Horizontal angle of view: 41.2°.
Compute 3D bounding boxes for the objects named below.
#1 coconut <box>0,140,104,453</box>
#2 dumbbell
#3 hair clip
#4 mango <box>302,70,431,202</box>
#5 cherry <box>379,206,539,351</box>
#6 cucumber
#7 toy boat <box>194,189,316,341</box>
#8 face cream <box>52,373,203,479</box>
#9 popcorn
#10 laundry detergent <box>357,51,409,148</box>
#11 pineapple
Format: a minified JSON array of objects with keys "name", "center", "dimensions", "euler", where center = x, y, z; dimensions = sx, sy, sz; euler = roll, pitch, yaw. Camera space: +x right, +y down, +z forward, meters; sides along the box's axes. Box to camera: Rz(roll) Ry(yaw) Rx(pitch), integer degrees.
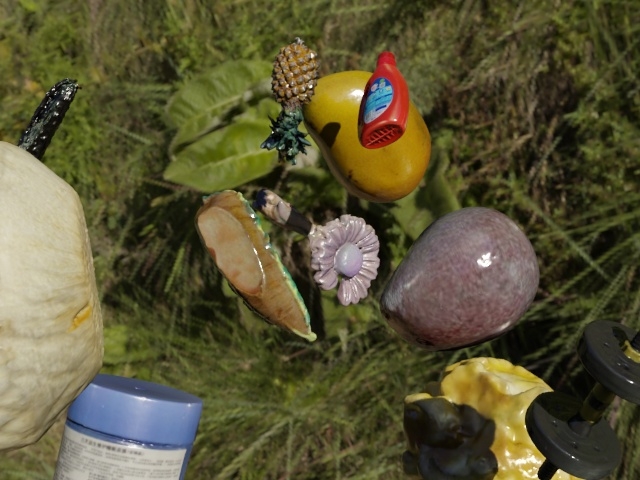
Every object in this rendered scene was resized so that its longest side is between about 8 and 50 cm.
[{"name":"coconut","center":[-0.360,0.050,0.744],"dimensions":[0.328,0.329,0.329],"euler":[-19,22,8]},{"name":"dumbbell","center":[0.382,0.218,1.168],"dimensions":[0.143,0.326,0.143],"euler":[18,31,-11]},{"name":"hair clip","center":[0.002,-0.002,1.649],"dimensions":[0.069,0.300,0.173],"euler":[-9,50,62]},{"name":"mango","center":[0.091,-0.207,1.663],"dimensions":[0.211,0.317,0.173],"euler":[-40,38,9]},{"name":"cherry","center":[0.153,0.047,0.918],"dimensions":[0.176,0.140,0.176],"euler":[-42,-13,-12]},{"name":"cucumber","center":[-0.463,-0.198,1.439],"dimensions":[0.182,0.053,0.053],"euler":[-57,24,3]},{"name":"toy boat","center":[-0.104,0.048,1.363],"dimensions":[0.108,0.293,0.099],"euler":[-36,-4,16]},{"name":"face cream","center":[-0.367,0.387,1.618],"dimensions":[0.248,0.225,0.249],"euler":[15,-5,1]},{"name":"popcorn","center":[0.351,0.420,1.662],"dimensions":[0.344,0.390,0.354],"euler":[-18,17,34]},{"name":"laundry detergent","center":[0.097,-0.225,1.335],"dimensions":[0.097,0.049,0.165],"euler":[-26,47,37]},{"name":"pineapple","center":[-0.048,-0.242,1.440],"dimensions":[0.083,0.222,0.103],"euler":[10,-13,-13]}]
